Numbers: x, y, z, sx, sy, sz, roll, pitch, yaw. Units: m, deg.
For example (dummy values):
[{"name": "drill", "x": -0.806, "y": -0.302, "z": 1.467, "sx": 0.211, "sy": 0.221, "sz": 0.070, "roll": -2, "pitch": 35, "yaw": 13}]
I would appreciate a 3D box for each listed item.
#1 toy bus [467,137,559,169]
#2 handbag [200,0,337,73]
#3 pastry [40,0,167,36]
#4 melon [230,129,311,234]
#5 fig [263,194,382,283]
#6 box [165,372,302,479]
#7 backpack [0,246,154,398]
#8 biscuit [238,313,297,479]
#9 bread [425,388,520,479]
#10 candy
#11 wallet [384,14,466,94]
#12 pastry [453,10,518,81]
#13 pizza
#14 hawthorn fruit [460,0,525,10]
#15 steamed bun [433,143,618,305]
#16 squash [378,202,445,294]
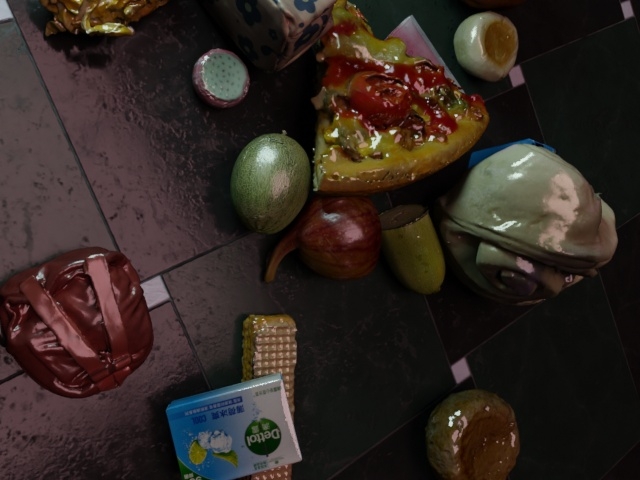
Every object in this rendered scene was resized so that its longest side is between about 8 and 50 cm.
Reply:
[{"name": "toy bus", "x": 0.409, "y": -0.155, "z": 1.408, "sx": 0.106, "sy": 0.185, "sz": 0.090, "roll": 19, "pitch": 78, "yaw": -26}, {"name": "handbag", "x": -0.080, "y": -0.437, "z": 1.108, "sx": 0.193, "sy": 0.190, "sz": 0.251, "roll": -40, "pitch": 86, "yaw": -23}, {"name": "pastry", "x": -0.322, "y": -0.398, "z": 1.033, "sx": 0.154, "sy": 0.102, "sz": 0.250, "roll": 50, "pitch": 64, "yaw": -16}, {"name": "melon", "x": -0.086, "y": -0.106, "z": 1.140, "sx": 0.139, "sy": 0.139, "sz": 0.192, "roll": 21, "pitch": 76, "yaw": -28}, {"name": "fig", "x": 0.004, "y": -0.007, "z": 1.183, "sx": 0.207, "sy": 0.175, "sz": 0.175, "roll": -2, "pitch": 89, "yaw": -16}, {"name": "box", "x": -0.141, "y": 0.313, "z": 1.079, "sx": 0.194, "sy": 0.073, "sz": 0.139, "roll": -14, "pitch": 89, "yaw": -5}, {"name": "backpack", "x": -0.350, "y": 0.125, "z": 0.971, "sx": 0.229, "sy": 0.139, "sz": 0.229, "roll": 2, "pitch": 87, "yaw": -30}, {"name": "biscuit", "x": -0.093, "y": 0.322, "z": 1.164, "sx": 0.094, "sy": 0.054, "sz": 0.378, "roll": 2, "pitch": 87, "yaw": -30}, {"name": "bread", "x": 0.307, "y": 0.417, "z": 1.359, "sx": 0.230, "sy": 0.123, "sz": 0.229, "roll": 0, "pitch": 90, "yaw": -36}, {"name": "candy", "x": -0.175, "y": -0.282, "z": 1.149, "sx": 0.103, "sy": 0.043, "sz": 0.103, "roll": 1, "pitch": 88, "yaw": -33}, {"name": "wallet", "x": 0.223, "y": -0.352, "z": 1.398, "sx": 0.232, "sy": 0.025, "sz": 0.119, "roll": 50, "pitch": 65, "yaw": -19}, {"name": "pastry", "x": 0.366, "y": -0.428, "z": 1.449, "sx": 0.157, "sy": 0.092, "sz": 0.156, "roll": 1, "pitch": 88, "yaw": -27}, {"name": "pizza", "x": 0.097, "y": -0.292, "z": 1.207, "sx": 0.440, "sy": 0.130, "sz": 0.406, "roll": -26, "pitch": 81, "yaw": -33}, {"name": "hawthorn fruit", "x": 0.354, "y": -0.592, "z": 1.406, "sx": 0.248, "sy": 0.208, "sz": 0.208, "roll": -15, "pitch": 96, "yaw": -4}, {"name": "steamed bun", "x": 0.406, "y": 0.003, "z": 1.293, "sx": 0.339, "sy": 0.352, "sz": 0.247, "roll": 25, "pitch": 48, "yaw": -28}, {"name": "squash", "x": 0.191, "y": 0.025, "z": 1.313, "sx": 0.123, "sy": 0.123, "sz": 0.186, "roll": -35, "pitch": 109, "yaw": -27}]
